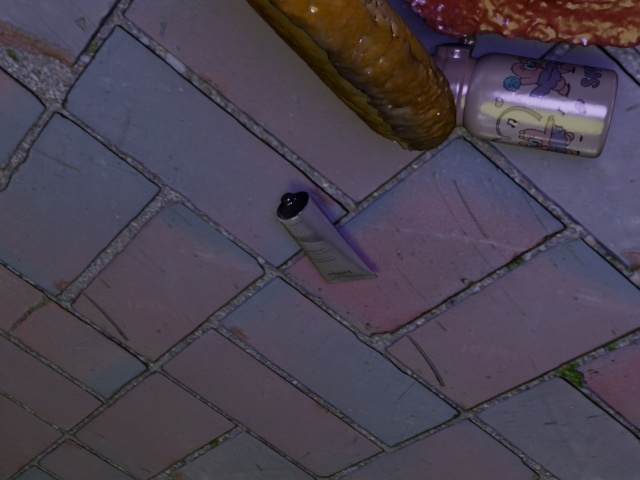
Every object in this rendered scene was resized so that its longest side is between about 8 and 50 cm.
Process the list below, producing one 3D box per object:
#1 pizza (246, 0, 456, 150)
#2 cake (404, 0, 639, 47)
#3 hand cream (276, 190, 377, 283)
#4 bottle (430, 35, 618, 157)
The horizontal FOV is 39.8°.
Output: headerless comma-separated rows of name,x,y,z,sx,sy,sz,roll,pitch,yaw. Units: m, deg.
pizza,-0.035,-0.272,0.806,0.130,0.406,0.440,-42,153,8
cake,0.206,-0.289,0.799,0.283,0.151,0.177,10,139,19
hand cream,0.000,0.000,1.233,0.087,0.054,0.186,-10,134,34
bottle,0.209,-0.160,0.962,0.209,0.097,0.110,12,106,11
